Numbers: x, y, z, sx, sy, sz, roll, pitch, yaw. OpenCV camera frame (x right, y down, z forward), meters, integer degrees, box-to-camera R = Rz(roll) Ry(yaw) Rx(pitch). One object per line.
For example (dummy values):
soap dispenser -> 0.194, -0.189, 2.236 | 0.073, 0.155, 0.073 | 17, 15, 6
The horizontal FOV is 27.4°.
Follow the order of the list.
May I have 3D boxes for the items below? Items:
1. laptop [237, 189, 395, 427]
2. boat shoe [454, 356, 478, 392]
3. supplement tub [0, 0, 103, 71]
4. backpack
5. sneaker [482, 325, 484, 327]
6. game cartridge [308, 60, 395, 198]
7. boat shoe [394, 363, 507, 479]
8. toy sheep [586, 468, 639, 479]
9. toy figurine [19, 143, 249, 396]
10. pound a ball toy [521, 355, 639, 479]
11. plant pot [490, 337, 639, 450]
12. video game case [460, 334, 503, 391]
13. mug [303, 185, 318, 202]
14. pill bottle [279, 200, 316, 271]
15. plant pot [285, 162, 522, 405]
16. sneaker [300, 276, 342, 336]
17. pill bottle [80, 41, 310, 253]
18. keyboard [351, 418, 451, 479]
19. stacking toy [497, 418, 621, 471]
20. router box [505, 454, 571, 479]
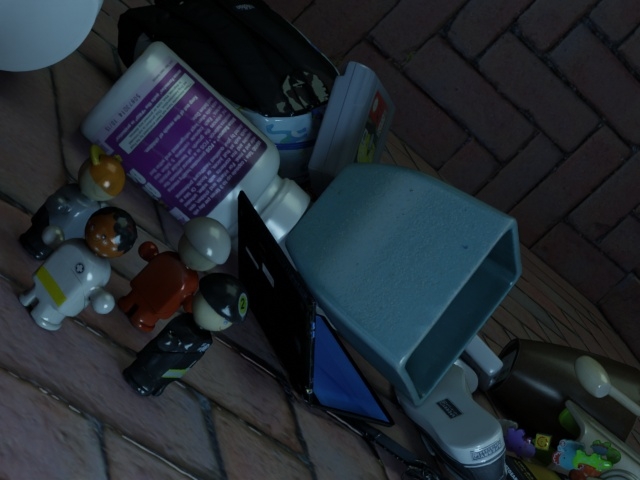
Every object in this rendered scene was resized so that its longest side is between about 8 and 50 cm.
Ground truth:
laptop -> -0.004, 0.090, 1.678 | 0.234, 0.136, 0.264 | -126, -151, -44
boat shoe -> 0.190, 0.184, 2.197 | 0.184, 0.066, 0.063 | 39, -4, -6
supplement tub -> -0.403, -0.375, 1.713 | 0.235, 0.235, 0.325 | 37, 15, -31
backpack -> -0.114, -0.232, 2.057 | 0.290, 0.273, 0.355 | -17, 32, -38
sneaker -> 0.189, 0.024, 2.505 | 0.384, 0.145, 0.147 | 42, 12, -4
game cartridge -> 0.049, -0.146, 2.003 | 0.060, 0.196, 0.294 | 21, -2, 12
boat shoe -> 0.190, 0.266, 1.868 | 0.301, 0.108, 0.102 | -136, -152, -66
toy sheep -> 0.438, 0.378, 1.939 | 0.091, 0.091, 0.132 | 49, 15, 19
toy figurine -> -0.187, 0.025, 1.321 | 0.209, 0.148, 0.213 | 39, 14, -24
pound a ball toy -> 0.491, 0.368, 2.218 | 0.319, 0.208, 0.136 | 38, 14, -28
plant pot -> 0.431, 0.277, 2.392 | 0.230, 0.215, 0.215 | 28, 16, -10
video game case -> 0.185, 0.118, 2.256 | 0.329, 0.036, 0.300 | 48, -4, 12
mug -> -0.051, -0.103, 2.165 | 0.113, 0.150, 0.169 | 34, 20, -54
pill bottle -> 0.000, 0.000, 2.062 | 0.112, 0.112, 0.186 | 49, 14, 20
plant pot -> 0.099, 0.035, 1.791 | 0.252, 0.248, 0.247 | 36, -9, 20
sneaker -> 0.090, 0.099, 2.000 | 0.283, 0.124, 0.107 | 31, 19, -46
pill bottle -> -0.164, -0.111, 1.779 | 0.301, 0.169, 0.169 | 42, 13, -10
keyboard -> 0.119, 0.299, 1.704 | 0.192, 0.038, 0.100 | 37, -9, -25
stacking toy -> 0.348, 0.325, 2.026 | 0.221, 0.052, 0.167 | 10, 1, 20
router box -> 0.368, 0.455, 1.843 | 0.309, 0.081, 0.243 | 53, 14, 32
